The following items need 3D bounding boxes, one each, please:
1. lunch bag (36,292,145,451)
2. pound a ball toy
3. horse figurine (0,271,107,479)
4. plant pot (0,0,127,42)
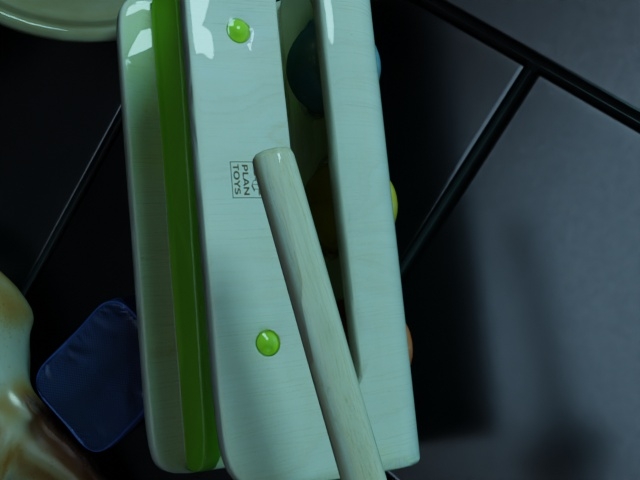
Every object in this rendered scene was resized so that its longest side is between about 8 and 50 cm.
[{"bbox_3d":[-0.119,0.078,0.566,0.098,0.065,0.067,-43,85,17],"label":"lunch bag"},{"bbox_3d":[0.000,0.000,0.450,0.208,0.135,0.319,-20,74,62],"label":"pound a ball toy"},{"bbox_3d":[-0.238,0.094,0.626,0.174,0.066,0.263,-23,79,30],"label":"horse figurine"},{"bbox_3d":[-0.147,-0.244,0.550,0.237,0.237,0.110,-61,23,11],"label":"plant pot"}]
